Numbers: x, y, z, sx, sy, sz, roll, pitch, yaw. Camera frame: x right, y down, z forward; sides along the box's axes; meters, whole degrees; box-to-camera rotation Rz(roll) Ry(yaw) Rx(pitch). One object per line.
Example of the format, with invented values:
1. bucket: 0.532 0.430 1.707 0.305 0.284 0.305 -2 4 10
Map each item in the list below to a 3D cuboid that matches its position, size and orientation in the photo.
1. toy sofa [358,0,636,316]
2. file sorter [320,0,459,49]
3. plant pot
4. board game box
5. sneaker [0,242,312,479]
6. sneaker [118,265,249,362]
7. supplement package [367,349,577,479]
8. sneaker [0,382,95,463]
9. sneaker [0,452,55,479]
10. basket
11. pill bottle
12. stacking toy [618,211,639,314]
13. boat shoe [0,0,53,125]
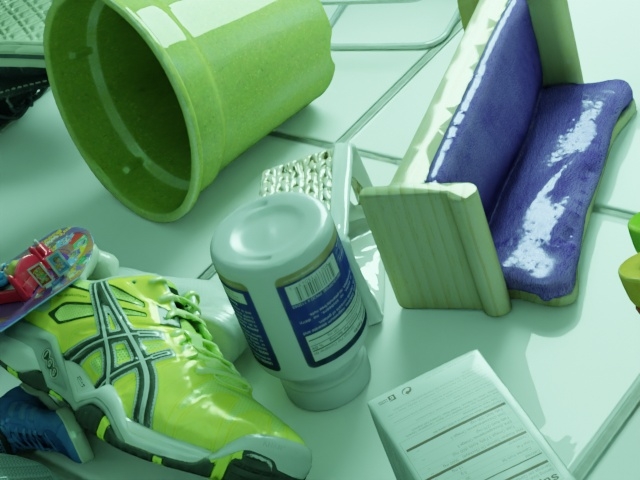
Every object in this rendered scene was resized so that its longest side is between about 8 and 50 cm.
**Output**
1. toy sofa: 0.188 -0.100 1.428 0.177 0.150 0.362 0 41 27
2. file sorter: 0.064 -0.391 1.749 0.193 0.278 0.173 4 45 29
3. plant pot: -0.131 -0.197 1.639 0.254 0.276 0.276 -30 36 -33
4. board game box: -0.296 0.032 1.377 0.168 0.033 0.133 -34 28 -2
5. sneaker: -0.151 0.108 1.291 0.384 0.145 0.147 24 85 38
6. sneaker: -0.138 0.065 1.449 0.212 0.080 0.094 18 37 34
7. supplement package: 0.126 0.190 1.127 0.105 0.105 0.179 -25 37 -7
8. sneaker: -0.276 0.186 1.357 0.084 0.058 0.152 -30 33 -22
9. sneaker: -0.368 0.255 1.297 0.258 0.091 0.094 -5 29 -15
10. basket: 0.000 0.000 1.424 0.103 0.113 0.167 -14 37 15
11. pill bottle: -0.019 0.060 1.291 0.112 0.187 0.112 -13 37 10
12. stacking toy: 0.409 0.036 1.233 0.309 0.130 0.279 -12 11 7
13. boat shoe: -0.420 -0.227 1.864 0.500 0.156 0.187 -2 34 29
